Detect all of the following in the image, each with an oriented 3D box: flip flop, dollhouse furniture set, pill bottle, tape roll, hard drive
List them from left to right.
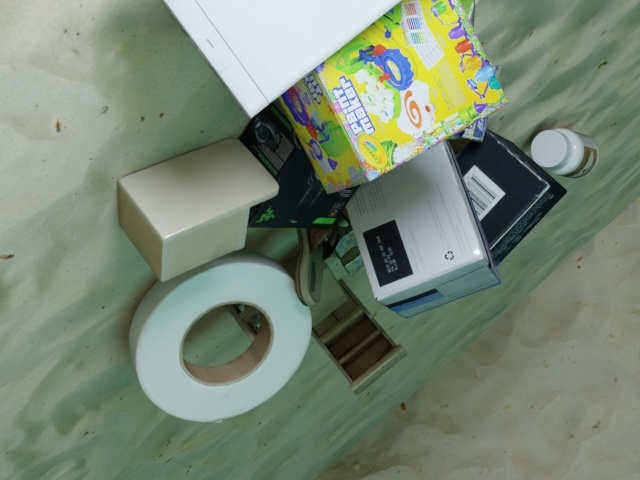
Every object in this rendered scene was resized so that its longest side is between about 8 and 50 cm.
[{"bbox_3d":[-0.206,0.204,1.783,0.391,0.072,0.392,-13,121,-21],"label":"tape roll"},{"bbox_3d":[-0.025,-0.364,1.138,0.353,0.047,0.233,-39,116,-3],"label":"hard drive"},{"bbox_3d":[0.000,0.000,1.771,0.080,0.277,0.112,-2,168,29],"label":"flip flop"},{"bbox_3d":[0.036,0.187,2.050,0.362,0.256,0.394,-39,154,-3],"label":"dollhouse furniture set"},{"bbox_3d":[0.682,-0.246,2.381,0.229,0.131,0.131,1,132,-53],"label":"pill bottle"}]

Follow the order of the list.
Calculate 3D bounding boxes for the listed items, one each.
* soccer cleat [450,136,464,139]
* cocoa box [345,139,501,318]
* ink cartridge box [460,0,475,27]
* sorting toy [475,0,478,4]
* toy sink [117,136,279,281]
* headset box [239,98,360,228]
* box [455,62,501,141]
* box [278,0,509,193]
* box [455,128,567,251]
[{"bbox_3d":[0.300,-0.260,1.940,0.076,0.068,0.196,-36,157,27],"label":"soccer cleat"},{"bbox_3d":[0.195,-0.050,1.738,0.231,0.347,0.228,-22,158,15],"label":"cocoa box"},{"bbox_3d":[0.214,-0.298,1.574,0.189,0.097,0.255,75,28,-61],"label":"ink cartridge box"},{"bbox_3d":[0.279,-0.459,1.627,0.075,0.045,0.083,-46,154,-6],"label":"sorting toy"},{"bbox_3d":[-0.211,-0.055,1.473,0.234,0.153,0.131,-26,150,-29],"label":"toy sink"},{"bbox_3d":[-0.030,-0.153,1.583,0.246,0.131,0.283,0,133,-52],"label":"headset box"},{"bbox_3d":[0.338,-0.303,1.848,0.059,0.054,0.169,1,105,-53],"label":"box"},{"bbox_3d":[0.087,-0.270,1.333,0.279,0.290,0.177,-29,-173,-21],"label":"box"},{"bbox_3d":[0.415,-0.088,2.100,0.293,0.212,0.395,-50,165,16],"label":"box"}]
